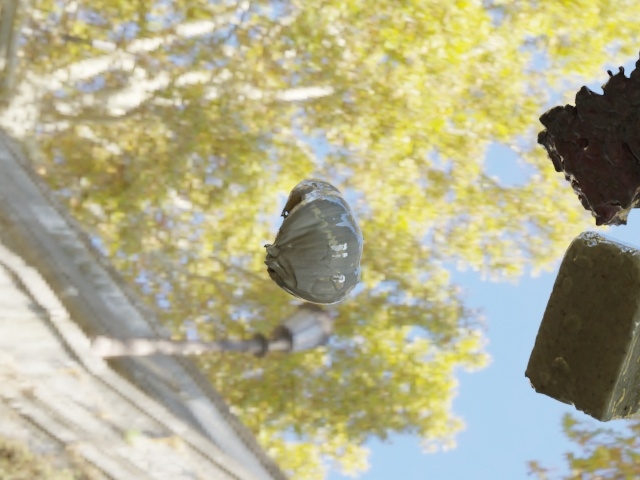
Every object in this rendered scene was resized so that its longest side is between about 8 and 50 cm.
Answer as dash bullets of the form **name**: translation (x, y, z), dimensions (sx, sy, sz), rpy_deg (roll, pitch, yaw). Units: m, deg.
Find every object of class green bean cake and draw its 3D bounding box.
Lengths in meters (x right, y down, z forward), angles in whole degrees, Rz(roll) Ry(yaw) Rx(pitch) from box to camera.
- **green bean cake**: translation (0.293, 0.088, 1.354), dimensions (0.109, 0.085, 0.179), rpy_deg (25, -78, 40)

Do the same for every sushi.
- **sushi**: translation (0.255, -0.089, 0.809), dimensions (0.107, 0.161, 0.241), rpy_deg (59, -40, 6)

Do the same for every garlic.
- **garlic**: translation (-0.001, -0.001, 1.139), dimensions (0.074, 0.094, 0.113), rpy_deg (-31, -111, 38)
